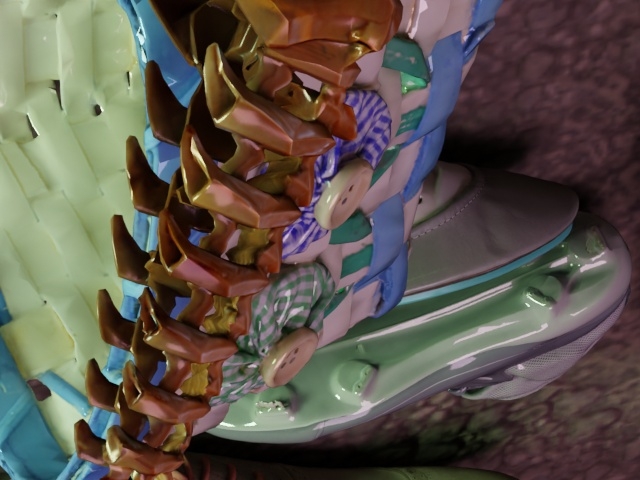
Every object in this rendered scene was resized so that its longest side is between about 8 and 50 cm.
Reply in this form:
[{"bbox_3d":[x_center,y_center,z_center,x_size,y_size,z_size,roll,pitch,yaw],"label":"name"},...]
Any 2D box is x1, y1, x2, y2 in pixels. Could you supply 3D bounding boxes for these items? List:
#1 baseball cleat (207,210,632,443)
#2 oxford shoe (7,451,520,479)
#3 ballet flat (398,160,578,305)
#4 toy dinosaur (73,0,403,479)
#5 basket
[{"bbox_3d":[0.042,0.054,0.882,0.206,0.072,0.109,-17,150,2],"label":"baseball cleat"},{"bbox_3d":[-0.046,0.155,0.931,0.348,0.123,0.130,-10,137,-14],"label":"oxford shoe"},{"bbox_3d":[0.000,0.000,0.799,0.213,0.072,0.068,-20,114,-4],"label":"ballet flat"},{"bbox_3d":[-0.039,-0.123,0.412,0.218,0.322,0.164,1,156,-27],"label":"toy dinosaur"},{"bbox_3d":[-0.100,-0.041,0.580,0.289,0.201,0.255,-14,145,-23],"label":"basket"}]
